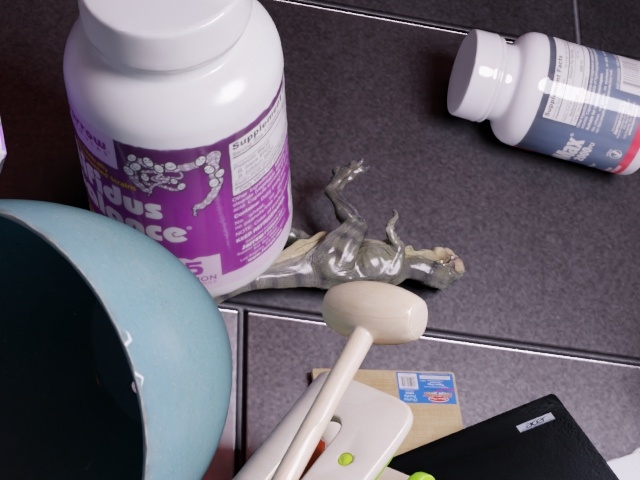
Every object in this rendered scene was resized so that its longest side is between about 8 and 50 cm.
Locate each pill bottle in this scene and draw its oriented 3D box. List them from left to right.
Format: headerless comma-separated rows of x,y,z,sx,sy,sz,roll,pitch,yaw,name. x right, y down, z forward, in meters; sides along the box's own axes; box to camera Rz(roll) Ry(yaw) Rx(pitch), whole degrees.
-0.110,-0.101,1.544,0.169,0.301,0.169,-1,52,2,pill bottle
0.213,-0.131,1.813,0.180,0.108,0.108,14,57,-11,pill bottle

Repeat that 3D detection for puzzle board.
0.058,0.153,1.650,0.128,0.011,0.096,3,59,-19,puzzle board

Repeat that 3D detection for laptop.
0.146,0.289,1.565,0.234,0.136,0.264,-21,94,-11,laptop

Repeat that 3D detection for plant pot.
-0.177,0.098,1.462,0.290,0.290,0.195,53,35,14,plant pot

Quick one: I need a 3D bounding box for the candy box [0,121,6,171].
-0.304,-0.085,1.547,0.070,0.196,0.164,-3,62,-21,candy box

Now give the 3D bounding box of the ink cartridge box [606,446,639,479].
0.395,0.302,1.647,0.330,0.071,0.324,-15,67,-19,ink cartridge box

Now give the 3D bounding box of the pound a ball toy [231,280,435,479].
-0.035,0.194,1.456,0.136,0.208,0.319,18,57,37,pound a ball toy

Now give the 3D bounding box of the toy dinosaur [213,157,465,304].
0.000,0.000,1.692,0.268,0.064,0.118,-7,70,-20,toy dinosaur
